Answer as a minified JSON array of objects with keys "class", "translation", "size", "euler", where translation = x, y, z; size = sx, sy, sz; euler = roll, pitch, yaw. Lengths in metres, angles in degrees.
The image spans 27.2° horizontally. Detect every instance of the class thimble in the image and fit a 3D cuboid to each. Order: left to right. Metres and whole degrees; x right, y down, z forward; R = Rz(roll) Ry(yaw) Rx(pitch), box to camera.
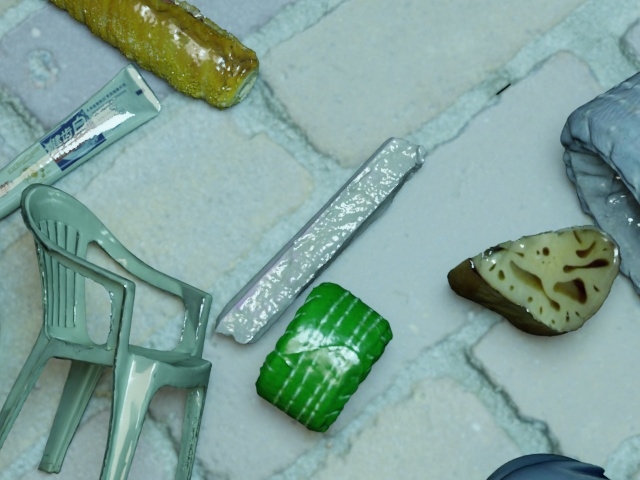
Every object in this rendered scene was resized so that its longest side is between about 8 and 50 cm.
[{"class":"thimble","translation":[0.001,0.111,1.242],"size":[0.090,0.118,0.130],"euler":[34,111,5]},{"class":"thimble","translation":[0.344,-0.051,1.200],"size":[0.172,0.205,0.236],"euler":[-29,79,-3]}]

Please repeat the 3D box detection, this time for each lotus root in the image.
[{"class":"lotus root","translation":[0.198,0.046,1.234],"size":[0.159,0.135,0.095],"euler":[-9,81,-11]}]

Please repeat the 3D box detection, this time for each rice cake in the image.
[{"class":"rice cake","translation":[0.001,0.001,1.291],"size":[0.049,0.055,0.270],"euler":[43,87,9]}]

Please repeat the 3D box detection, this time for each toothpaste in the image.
[{"class":"toothpaste","translation":[-0.265,-0.088,1.334],"size":[0.233,0.038,0.060],"euler":[-38,84,-6]}]

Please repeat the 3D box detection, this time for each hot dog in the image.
[{"class":"hot dog","translation":[-0.192,-0.230,1.337],"size":[0.289,0.068,0.083],"euler":[33,91,7]}]

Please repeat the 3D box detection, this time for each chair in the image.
[{"class":"chair","translation":[-0.206,0.101,1.217],"size":[0.191,0.203,0.274],"euler":[14,86,17]}]

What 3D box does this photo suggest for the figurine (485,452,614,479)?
[{"class":"figurine","translation":[0.252,0.290,1.157],"size":[0.265,0.197,0.175],"euler":[33,82,-9]}]
